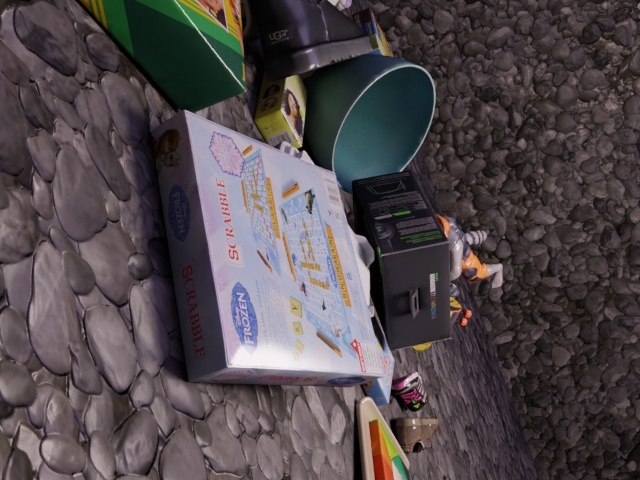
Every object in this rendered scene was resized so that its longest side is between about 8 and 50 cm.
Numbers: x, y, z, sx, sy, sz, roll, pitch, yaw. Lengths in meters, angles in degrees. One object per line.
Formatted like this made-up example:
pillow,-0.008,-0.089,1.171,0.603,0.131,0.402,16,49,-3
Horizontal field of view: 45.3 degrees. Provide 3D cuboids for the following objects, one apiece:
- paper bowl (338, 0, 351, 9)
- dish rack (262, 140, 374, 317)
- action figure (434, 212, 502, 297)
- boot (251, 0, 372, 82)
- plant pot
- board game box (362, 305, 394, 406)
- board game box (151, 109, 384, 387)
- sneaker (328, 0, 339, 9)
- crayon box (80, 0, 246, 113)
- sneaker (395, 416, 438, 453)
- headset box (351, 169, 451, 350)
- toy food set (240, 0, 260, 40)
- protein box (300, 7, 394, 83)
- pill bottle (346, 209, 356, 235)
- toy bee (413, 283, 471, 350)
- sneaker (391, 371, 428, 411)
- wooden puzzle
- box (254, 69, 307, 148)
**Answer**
paper bowl,-0.042,-0.669,1.830,0.284,0.148,0.284,-19,90,-75
dish rack,0.000,0.000,1.281,0.333,0.072,0.285,54,23,-26
action figure,0.272,-0.013,1.831,0.341,0.178,0.330,45,11,30
boot,-0.051,-0.527,1.356,0.367,0.146,0.445,-48,122,-67
plant pot,0.069,-0.268,1.599,0.195,0.290,0.290,38,-4,33
board game box,0.083,0.186,1.464,0.160,0.039,0.211,-66,135,-67
board game box,-0.060,0.026,0.986,0.318,0.066,0.318,17,54,-52
sneaker,-0.076,-0.618,1.578,0.158,0.182,0.410,154,-74,-74
crayon box,-0.221,-0.401,1.000,0.313,0.106,0.362,50,26,-51
sneaker,0.195,0.401,1.581,0.188,0.066,0.071,27,63,-61
headset box,0.162,0.042,1.519,0.283,0.131,0.246,-107,-173,-52
toy food set,-0.167,-0.507,1.371,0.219,0.092,0.306,-61,138,-69
protein box,0.065,-0.384,1.760,0.200,0.201,0.136,50,26,-52
pill bottle,0.075,-0.043,1.692,0.083,0.043,0.043,-67,135,-68
toy bee,0.296,0.171,1.911,0.195,0.162,0.298,107,9,-48
sneaker,0.194,0.325,1.628,0.170,0.063,0.074,39,29,-70
wooden puzzle,0.121,0.420,1.314,0.238,0.044,0.221,-86,152,-54
box,-0.070,-0.255,1.427,0.232,0.058,0.087,-89,155,-52
